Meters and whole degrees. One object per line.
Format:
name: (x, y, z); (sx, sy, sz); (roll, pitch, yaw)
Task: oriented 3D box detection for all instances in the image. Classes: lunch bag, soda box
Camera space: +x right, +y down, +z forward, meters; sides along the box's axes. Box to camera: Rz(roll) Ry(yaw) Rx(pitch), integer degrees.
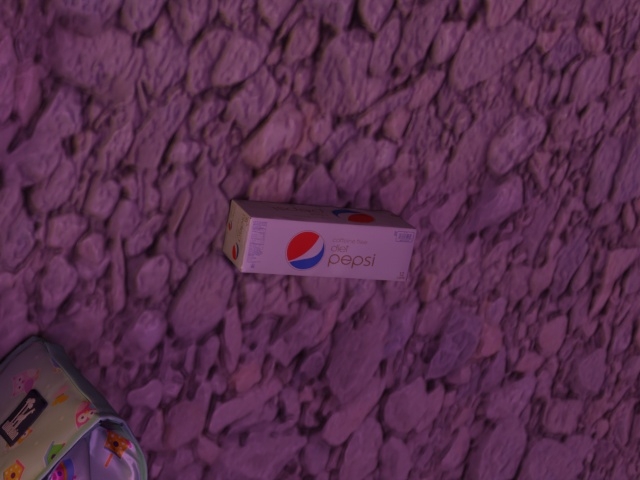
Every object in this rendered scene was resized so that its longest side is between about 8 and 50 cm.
lunch bag: (-0.298, 0.260, 1.523); (0.160, 0.223, 0.262); (2, 108, -32)
soda box: (0.000, 0.000, 1.640); (0.216, 0.074, 0.069); (4, 107, -24)
